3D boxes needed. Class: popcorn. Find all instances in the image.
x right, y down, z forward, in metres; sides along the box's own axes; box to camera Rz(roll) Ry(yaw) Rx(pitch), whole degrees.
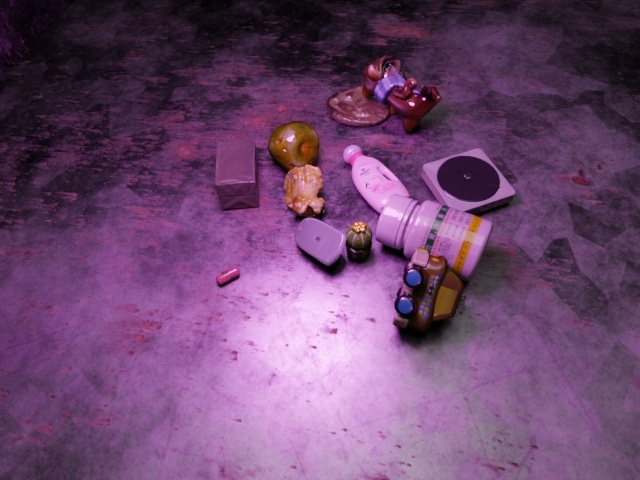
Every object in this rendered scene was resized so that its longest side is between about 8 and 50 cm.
[{"bbox_3d":[-0.068,-0.178,1.672,0.168,0.173,0.195,-11,76,41],"label":"popcorn"}]

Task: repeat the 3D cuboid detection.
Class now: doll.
[{"bbox_3d":[0.335,-0.624,1.856,0.339,0.318,0.209,43,87,16],"label":"doll"}]

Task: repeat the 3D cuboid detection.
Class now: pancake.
[{"bbox_3d":[0.172,-0.602,2.010,0.294,0.049,0.295,0,53,0],"label":"pancake"}]

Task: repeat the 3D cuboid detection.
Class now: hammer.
[{"bbox_3d":[-0.318,0.120,1.540,0.083,0.043,0.043,-29,58,-14],"label":"hammer"}]

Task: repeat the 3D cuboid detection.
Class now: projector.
[{"bbox_3d":[0.547,-0.211,1.688,0.257,0.079,0.259,-18,55,-8],"label":"projector"}]

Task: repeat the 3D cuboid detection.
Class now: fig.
[{"bbox_3d":[-0.139,-0.386,1.809,0.206,0.206,0.275,-39,40,-21],"label":"fig"}]

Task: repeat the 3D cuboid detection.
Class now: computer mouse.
[{"bbox_3d":[0.000,0.000,1.554,0.231,0.079,0.128,35,94,40],"label":"computer mouse"}]

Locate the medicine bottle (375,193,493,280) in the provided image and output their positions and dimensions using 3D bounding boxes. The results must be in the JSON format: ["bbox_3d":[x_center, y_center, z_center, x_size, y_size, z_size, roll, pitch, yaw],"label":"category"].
[{"bbox_3d":[0.370,-0.020,1.487,0.339,0.208,0.208,22,59,18],"label":"medicine bottle"}]

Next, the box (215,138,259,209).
[{"bbox_3d":[-0.317,-0.253,1.737,0.148,0.155,0.231,-4,53,-2],"label":"box"}]

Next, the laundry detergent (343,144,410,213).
[{"bbox_3d":[0.199,-0.244,1.731,0.159,0.088,0.335,-22,56,-17],"label":"laundry detergent"}]

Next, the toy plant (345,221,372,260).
[{"bbox_3d":[0.130,-0.002,1.519,0.092,0.162,0.093,-2,55,4],"label":"toy plant"}]

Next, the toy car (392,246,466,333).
[{"bbox_3d":[0.333,0.162,1.351,0.198,0.204,0.248,18,97,9],"label":"toy car"}]
